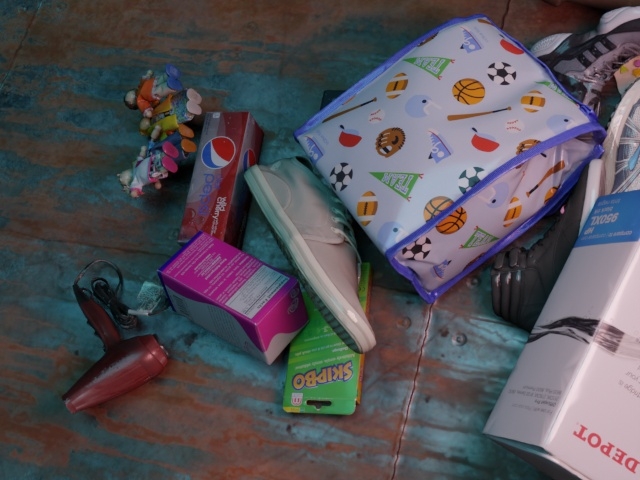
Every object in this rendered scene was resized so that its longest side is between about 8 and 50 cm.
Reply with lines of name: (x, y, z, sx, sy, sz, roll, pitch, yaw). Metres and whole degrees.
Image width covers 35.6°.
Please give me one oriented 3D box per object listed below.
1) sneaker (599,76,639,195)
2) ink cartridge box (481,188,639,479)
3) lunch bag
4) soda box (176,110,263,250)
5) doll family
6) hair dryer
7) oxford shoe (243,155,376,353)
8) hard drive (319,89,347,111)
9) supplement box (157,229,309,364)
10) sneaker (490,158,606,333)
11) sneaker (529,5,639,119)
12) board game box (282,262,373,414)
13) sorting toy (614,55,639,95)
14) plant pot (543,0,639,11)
sneaker: (0.502, -0.127, 1.598, 0.122, 0.110, 0.283, 21, 81, 12)
ink cartridge box: (0.444, 0.168, 1.360, 0.285, 0.166, 0.394, 34, 76, -16)
lunch bag: (0.215, -0.147, 1.603, 0.385, 0.239, 0.328, -40, 57, 5)
soda box: (-0.175, -0.099, 1.788, 0.092, 0.083, 0.263, 2, 68, 19)
doll family: (-0.294, -0.184, 1.839, 0.163, 0.118, 0.262, -20, 59, 39)
hair dryer: (-0.358, 0.174, 1.735, 0.224, 0.080, 0.293, 6, 54, 22)
oxford shoe: (0.000, 0.000, 1.614, 0.130, 0.169, 0.449, -25, 43, -4)
hard drive: (0.040, -0.208, 1.805, 0.094, 0.022, 0.135, 4, 68, 18)
supplement box: (-0.142, 0.092, 1.637, 0.220, 0.111, 0.114, 27, 58, 30)
sneaker: (0.341, 0.009, 1.524, 0.147, 0.105, 0.295, 17, 103, 24)
sneaker: (0.465, -0.279, 1.635, 0.269, 0.101, 0.153, -13, 71, 45)
board game box: (0.013, 0.160, 1.643, 0.124, 0.039, 0.259, -1, 64, 18)
sorting toy: (0.530, -0.283, 1.680, 0.083, 0.045, 0.075, -2, 80, 37)
plant pot: (0.515, -0.481, 1.675, 0.229, 0.263, 0.263, 31, 78, 9)
